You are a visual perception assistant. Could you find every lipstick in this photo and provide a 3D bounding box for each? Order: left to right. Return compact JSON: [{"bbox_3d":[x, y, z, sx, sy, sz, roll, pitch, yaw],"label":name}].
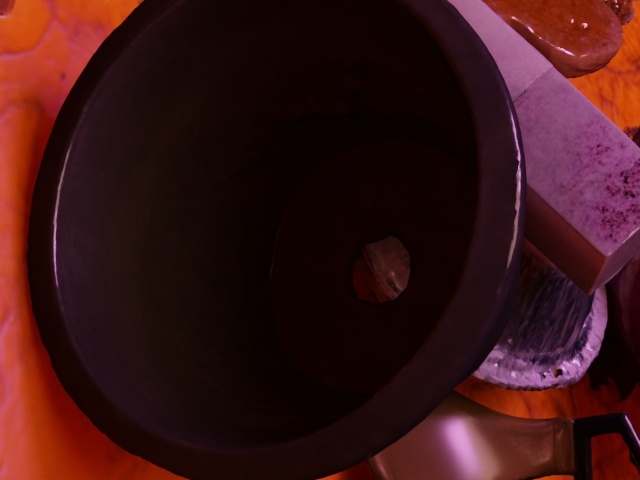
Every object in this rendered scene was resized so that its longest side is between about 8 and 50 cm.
[{"bbox_3d":[0.064,-0.105,0.924,0.066,0.068,0.317,-40,74,-16],"label":"lipstick"}]

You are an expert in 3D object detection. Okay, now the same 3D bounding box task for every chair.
[{"bbox_3d":[0.129,0.193,0.918,0.158,0.172,0.247,-16,92,-46],"label":"chair"}]

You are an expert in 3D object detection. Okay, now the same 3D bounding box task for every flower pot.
[{"bbox_3d":[0.000,0.000,0.831,0.166,0.269,0.269,28,52,-62],"label":"flower pot"}]

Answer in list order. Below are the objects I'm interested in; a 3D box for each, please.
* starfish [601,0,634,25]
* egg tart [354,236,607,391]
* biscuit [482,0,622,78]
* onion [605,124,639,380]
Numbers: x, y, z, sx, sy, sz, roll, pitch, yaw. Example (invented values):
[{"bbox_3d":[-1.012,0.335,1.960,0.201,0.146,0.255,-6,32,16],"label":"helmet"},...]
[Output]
[{"bbox_3d":[0.162,-0.258,1.215,0.227,0.043,0.240,40,47,-27],"label":"starfish"},{"bbox_3d":[0.107,-0.018,1.003,0.234,0.094,0.234,27,46,-32],"label":"egg tart"},{"bbox_3d":[0.097,-0.242,1.098,0.205,0.049,0.324,3,60,-27],"label":"biscuit"},{"bbox_3d":[0.263,0.039,1.104,0.349,0.159,0.267,-59,135,-31],"label":"onion"}]
